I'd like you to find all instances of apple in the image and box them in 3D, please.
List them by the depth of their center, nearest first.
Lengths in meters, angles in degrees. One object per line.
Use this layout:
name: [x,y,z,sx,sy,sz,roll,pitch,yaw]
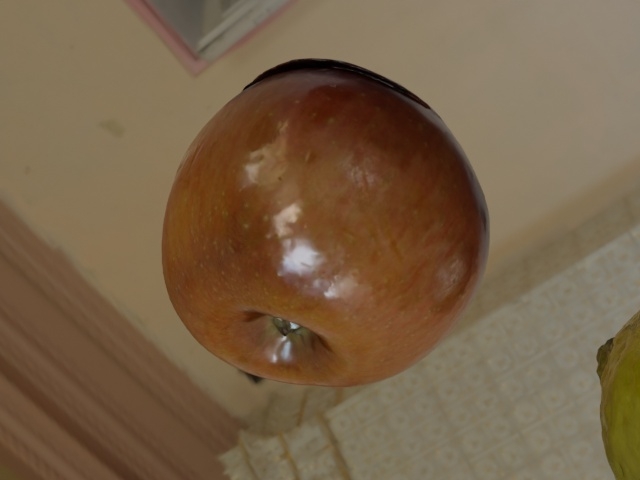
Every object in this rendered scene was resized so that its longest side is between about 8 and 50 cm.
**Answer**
apple: [0.000,0.000,0.851,0.251,0.272,0.206,46,-127,-22]

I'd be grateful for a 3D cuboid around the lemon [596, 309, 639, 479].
lemon: [0.349,0.138,0.833,0.267,0.267,0.267,45,-156,-26]
